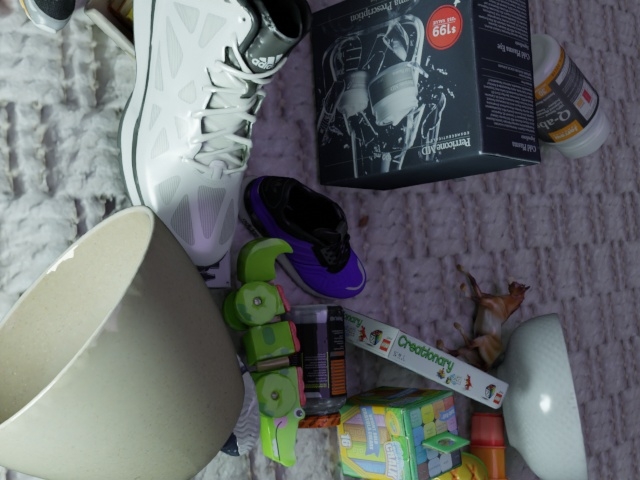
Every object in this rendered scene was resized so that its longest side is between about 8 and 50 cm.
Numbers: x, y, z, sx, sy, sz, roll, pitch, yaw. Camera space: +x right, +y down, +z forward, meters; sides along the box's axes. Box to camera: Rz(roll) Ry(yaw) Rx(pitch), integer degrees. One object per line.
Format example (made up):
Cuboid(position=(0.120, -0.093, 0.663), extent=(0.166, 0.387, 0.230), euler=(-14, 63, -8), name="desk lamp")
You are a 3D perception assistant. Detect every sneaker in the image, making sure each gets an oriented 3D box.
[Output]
Cuboid(position=(-0.001, 0.000, 1.410), extent=(0.293, 0.146, 0.102), euler=(43, 58, -31), name="sneaker")
Cuboid(position=(-0.145, 0.199, 1.235), extent=(0.094, 0.153, 0.235), euler=(-34, 70, -7), name="sneaker")
Cuboid(position=(-0.136, -0.183, 1.142), extent=(0.169, 0.257, 0.447), euler=(-3, 91, -38), name="sneaker")
Cuboid(position=(-0.344, -0.382, 1.175), extent=(0.084, 0.083, 0.215), euler=(19, 73, -42), name="sneaker")

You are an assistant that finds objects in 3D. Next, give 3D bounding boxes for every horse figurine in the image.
Cuboid(position=(0.323, 0.171, 1.757), extent=(0.174, 0.066, 0.263), euler=(33, 61, -30), name="horse figurine")

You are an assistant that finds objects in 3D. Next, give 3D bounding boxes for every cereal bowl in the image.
Cuboid(position=(0.434, 0.321, 1.745), extent=(0.339, 0.141, 0.339), euler=(-10, 90, -79), name="cereal bowl")

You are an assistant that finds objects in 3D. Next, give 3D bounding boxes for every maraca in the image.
Cuboid(position=(0.227, 0.452, 1.609), extent=(0.186, 0.099, 0.127), euler=(1, 90, -19), name="maraca")

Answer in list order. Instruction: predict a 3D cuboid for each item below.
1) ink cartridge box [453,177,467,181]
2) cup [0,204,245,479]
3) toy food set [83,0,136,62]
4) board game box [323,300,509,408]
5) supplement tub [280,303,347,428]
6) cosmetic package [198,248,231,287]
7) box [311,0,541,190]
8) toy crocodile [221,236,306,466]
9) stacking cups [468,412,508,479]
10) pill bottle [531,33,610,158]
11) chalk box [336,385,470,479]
Cuboid(position=(0.280, -0.167, 1.783), extent=(0.048, 0.028, 0.083), euler=(29, 65, -38), name="ink cartridge box")
Cuboid(position=(-0.228, 0.158, 1.028), extent=(0.237, 0.331, 0.331), euler=(44, 57, -24), name="cup")
Cuboid(position=(-0.192, -0.366, 1.311), extent=(0.220, 0.092, 0.306), euler=(43, 57, -32), name="toy food set")
Cuboid(position=(0.159, 0.197, 1.504), extent=(0.305, 0.193, 0.053), euler=(29, 83, -38), name="board game box")
Cuboid(position=(-0.017, 0.197, 1.390), extent=(0.117, 0.117, 0.190), euler=(4, 82, -44), name="supplement tub")
Cuboid(position=(-0.187, -0.048, 1.298), extent=(0.099, 0.060, 0.239), euler=(4, 82, -44), name="cosmetic package")
Cuboid(position=(0.169, -0.261, 1.470), extent=(0.179, 0.343, 0.312), euler=(0, 84, -45), name="box")
Cuboid(position=(-0.074, 0.163, 1.305), extent=(0.105, 0.115, 0.340), euler=(-8, 81, -19), name="toy crocodile")
Cuboid(position=(0.319, 0.495, 1.698), extent=(0.096, 0.096, 0.316), euler=(10, 75, -43), name="stacking cups")
Cuboid(position=(0.517, -0.312, 1.937), extent=(0.278, 0.162, 0.162), euler=(39, 60, -33), name="pill bottle")
Cuboid(position=(0.145, 0.323, 1.461), extent=(0.132, 0.213, 0.132), euler=(-8, 90, -44), name="chalk box")
